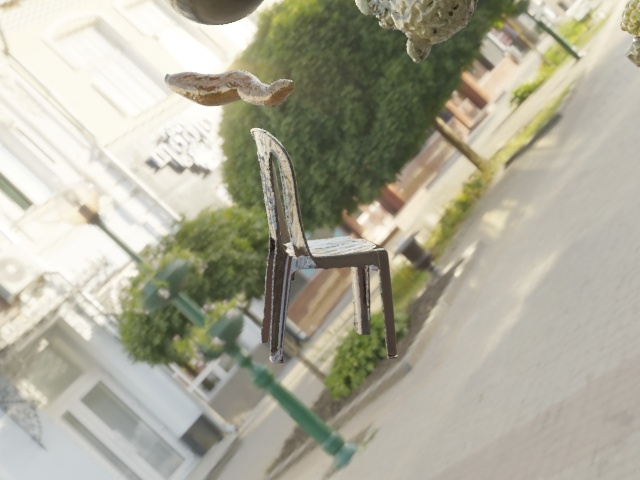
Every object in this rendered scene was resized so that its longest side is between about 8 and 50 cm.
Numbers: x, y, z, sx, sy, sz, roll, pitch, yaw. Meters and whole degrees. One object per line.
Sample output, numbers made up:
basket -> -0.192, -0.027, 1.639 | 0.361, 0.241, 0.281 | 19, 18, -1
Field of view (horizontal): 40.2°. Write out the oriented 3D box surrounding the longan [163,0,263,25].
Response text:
longan -> -0.205, -0.535, 1.684 | 0.258, 0.258, 0.258 | -47, 0, 0

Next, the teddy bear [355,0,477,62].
teddy bear -> 0.140, -0.387, 1.242 | 0.267, 0.156, 0.256 | 103, 169, -50

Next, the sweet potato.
sweet potato -> -0.093, -0.158, 0.905 | 0.044, 0.179, 0.044 | -23, -61, -51

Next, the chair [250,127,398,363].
chair -> 0.000, 0.000, 1.263 | 0.183, 0.327, 0.175 | -3, 9, -12

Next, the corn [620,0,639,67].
corn -> 0.553, -0.381, 1.209 | 0.347, 0.130, 0.130 | -51, -2, 29
